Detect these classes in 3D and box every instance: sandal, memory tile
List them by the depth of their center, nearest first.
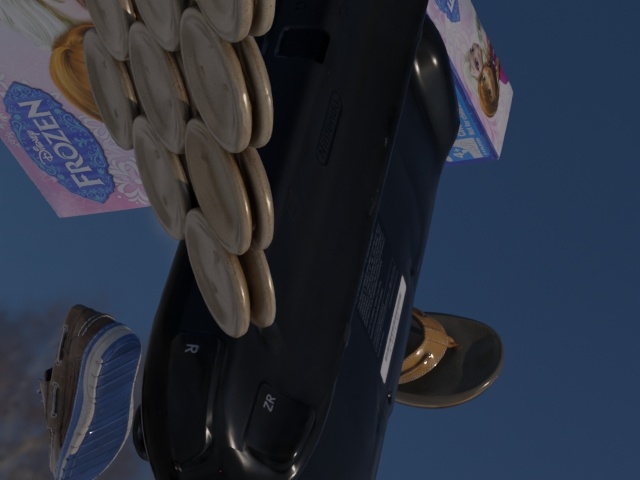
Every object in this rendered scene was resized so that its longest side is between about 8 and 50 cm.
[{"bbox_3d":[-0.038,-0.053,0.504,0.113,0.012,0.148,58,-22,35],"label":"memory tile"},{"bbox_3d":[0.057,0.081,1.641,0.219,0.090,0.060,16,-30,-17],"label":"sandal"}]

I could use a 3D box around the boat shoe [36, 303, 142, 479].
[{"bbox_3d":[-0.191,0.125,1.595,0.066,0.066,0.183,41,-50,26],"label":"boat shoe"}]

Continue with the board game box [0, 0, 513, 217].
[{"bbox_3d":[-0.089,-0.153,1.162,0.318,0.066,0.319,-7,-43,26],"label":"board game box"}]

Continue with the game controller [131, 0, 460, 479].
[{"bbox_3d":[0.000,0.000,0.785,0.067,0.319,0.166,3,-43,14],"label":"game controller"}]
